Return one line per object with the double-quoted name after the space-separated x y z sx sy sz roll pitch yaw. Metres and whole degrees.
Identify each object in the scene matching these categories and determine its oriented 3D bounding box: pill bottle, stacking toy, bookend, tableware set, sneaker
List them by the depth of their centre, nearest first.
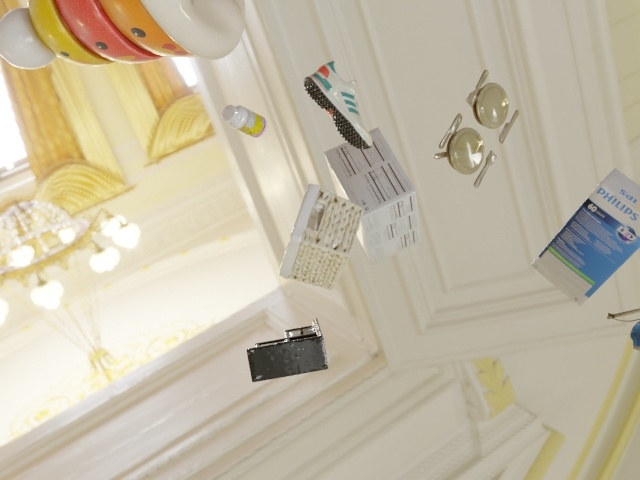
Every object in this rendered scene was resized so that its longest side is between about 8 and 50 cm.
0.047 -0.230 1.188 0.075 0.161 0.057 -46 -166 -18 "sneaker"
-0.138 -0.217 1.277 0.043 0.043 0.083 -3 167 36 "pill bottle"
-0.412 -0.436 1.319 0.480 0.350 0.350 -17 -158 26 "stacking toy"
0.290 -0.209 1.326 0.039 0.128 0.194 8 -118 55 "tableware set"
-0.071 0.227 1.487 0.156 0.072 0.157 -9 -172 -3 "bookend"

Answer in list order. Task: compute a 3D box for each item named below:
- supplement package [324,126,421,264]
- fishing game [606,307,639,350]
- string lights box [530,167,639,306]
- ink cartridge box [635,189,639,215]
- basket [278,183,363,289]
0.131 -0.103 1.716 0.145 0.262 0.204 -25 -118 -3 "supplement package"
0.636 0.173 1.228 0.189 0.041 0.264 -10 -154 -16 "fishing game"
0.544 -0.001 1.391 0.133 0.259 0.077 42 -131 15 "string lights box"
0.480 -0.063 0.906 0.045 0.145 0.179 -2 -152 -5 "ink cartridge box"
0.000 0.000 1.195 0.103 0.167 0.113 19 -117 -3 "basket"
